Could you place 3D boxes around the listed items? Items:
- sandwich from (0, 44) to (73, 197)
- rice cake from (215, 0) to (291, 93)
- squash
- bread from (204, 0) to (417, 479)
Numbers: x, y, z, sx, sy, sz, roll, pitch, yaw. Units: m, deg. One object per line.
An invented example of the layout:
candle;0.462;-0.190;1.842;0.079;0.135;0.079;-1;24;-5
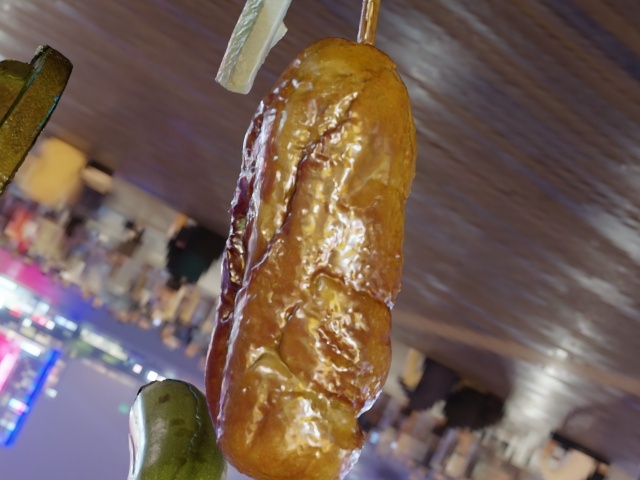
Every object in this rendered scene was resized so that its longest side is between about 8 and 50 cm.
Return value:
sandwich;-0.359;-0.122;1.486;0.079;0.235;0.159;34;167;-18
rice cake;-0.043;-0.214;1.218;0.042;0.180;0.030;7;-151;-42
squash;-0.132;0.187;1.261;0.094;0.094;0.341;29;-173;-13
bread;0.000;-0.001;0.884;0.124;0.344;0.084;10;-174;-4
